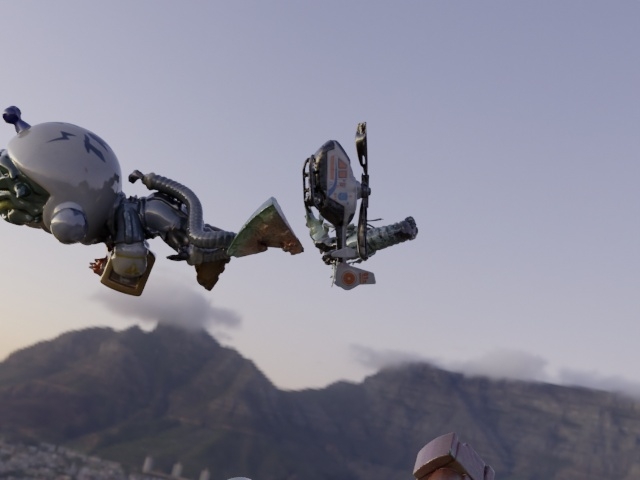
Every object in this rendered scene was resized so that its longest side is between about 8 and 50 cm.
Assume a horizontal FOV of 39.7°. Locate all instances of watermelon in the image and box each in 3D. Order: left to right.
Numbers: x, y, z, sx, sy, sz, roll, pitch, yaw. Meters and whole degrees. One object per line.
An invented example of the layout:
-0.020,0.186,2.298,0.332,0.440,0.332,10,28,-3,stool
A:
-0.070,-0.007,1.168,0.080,0.101,0.155,49,11,-11,watermelon

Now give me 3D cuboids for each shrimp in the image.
0.070,-0.006,1.441,0.174,0.082,0.076,-16,-3,12,shrimp

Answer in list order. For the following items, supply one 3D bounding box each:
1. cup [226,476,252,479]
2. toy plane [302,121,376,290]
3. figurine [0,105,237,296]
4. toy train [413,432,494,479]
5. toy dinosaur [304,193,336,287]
-0.119,0.590,1.643,0.186,0.258,0.234,-14,27,-27,cup
0.022,-0.039,1.039,0.078,0.197,0.053,-4,-2,-11,toy plane
-0.314,-0.041,1.297,0.382,0.186,0.261,30,-7,-9,figurine
0.264,0.529,1.683,0.150,0.304,0.221,-37,-81,26,toy train
0.002,0.000,1.865,0.039,0.209,0.082,-15,-15,-9,toy dinosaur
